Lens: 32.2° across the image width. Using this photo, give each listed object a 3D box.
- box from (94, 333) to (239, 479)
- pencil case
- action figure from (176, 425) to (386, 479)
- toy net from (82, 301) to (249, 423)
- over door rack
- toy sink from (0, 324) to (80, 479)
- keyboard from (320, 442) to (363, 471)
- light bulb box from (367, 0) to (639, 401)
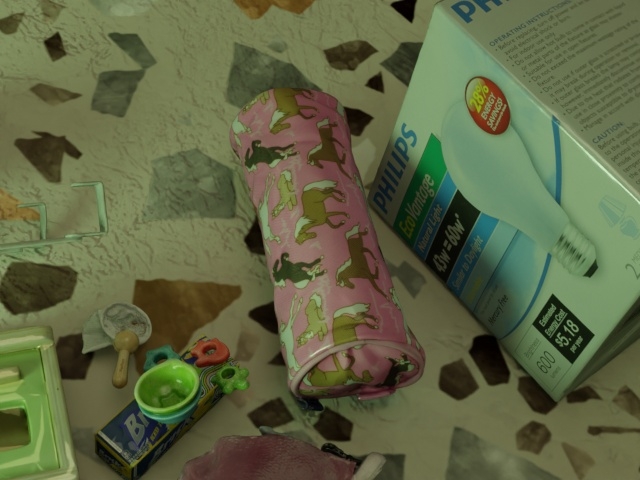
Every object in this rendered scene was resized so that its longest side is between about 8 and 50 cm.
[{"bbox_3d":[-0.166,0.183,1.209,0.059,0.054,0.169,38,59,15],"label":"box"},{"bbox_3d":[0.000,0.000,1.292,0.160,0.167,0.386,6,53,-33],"label":"pencil case"},{"bbox_3d":[-0.058,0.347,0.986,0.275,0.248,0.370,15,20,-20],"label":"action figure"},{"bbox_3d":[-0.182,0.114,1.202,0.122,0.045,0.232,-34,44,-23],"label":"toy net"},{"bbox_3d":[-0.392,0.040,1.150,0.324,0.239,0.108,-21,97,-30],"label":"over door rack"},{"bbox_3d":[-0.339,0.173,1.136,0.152,0.131,0.234,-8,59,-16],"label":"toy sink"},{"bbox_3d":[0.015,0.277,1.201,0.180,0.023,0.108,21,62,3],"label":"keyboard"},{"bbox_3d":[0.278,-0.076,1.281,0.225,0.358,0.361,-30,66,-28],"label":"light bulb box"}]
